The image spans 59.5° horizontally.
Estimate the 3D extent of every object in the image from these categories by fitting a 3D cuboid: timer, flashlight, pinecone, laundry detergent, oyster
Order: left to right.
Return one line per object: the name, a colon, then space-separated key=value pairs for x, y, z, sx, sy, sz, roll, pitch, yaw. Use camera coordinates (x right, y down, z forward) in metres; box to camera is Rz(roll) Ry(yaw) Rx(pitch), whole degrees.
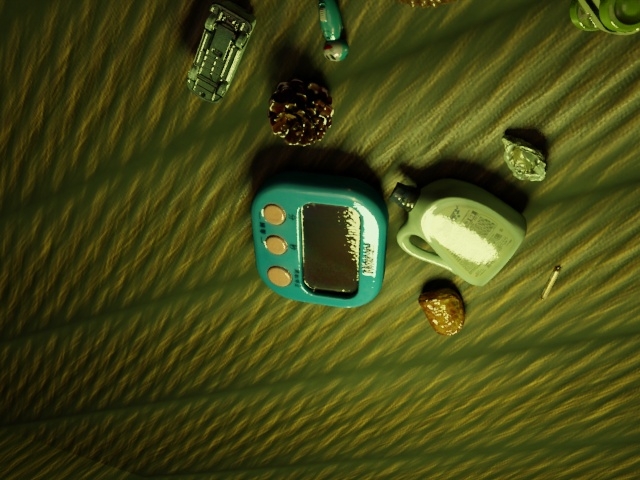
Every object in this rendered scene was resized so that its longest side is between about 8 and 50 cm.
pinecone: x=-0.041 y=-0.255 z=1.117 sx=0.140 sy=0.121 sz=0.140 roll=3 pitch=123 yaw=5
timer: x=0.000 y=0.000 z=1.293 sx=0.308 sy=0.115 sz=0.340 roll=8 pitch=127 yaw=12
flashlight: x=0.021 y=-0.400 z=1.042 sx=0.051 sy=0.051 sz=0.129 roll=-3 pitch=118 yaw=18
laundry detergent: x=0.269 y=-0.030 z=1.196 sx=0.280 sy=0.105 sz=0.215 roll=24 pitch=130 yaw=-4
oyster: x=0.405 y=-0.162 z=1.113 sx=0.098 sy=0.037 sz=0.100 roll=21 pitch=152 yaw=25

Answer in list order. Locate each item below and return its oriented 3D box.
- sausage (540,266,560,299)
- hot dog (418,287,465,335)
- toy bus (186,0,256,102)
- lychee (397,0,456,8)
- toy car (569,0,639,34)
sausage: x=0.522 y=0.099 z=1.273 sx=0.015 sy=0.015 sz=0.100 roll=13 pitch=128 yaw=7
hot dog: x=0.296 y=0.169 z=1.361 sx=0.099 sy=0.065 sz=0.147 roll=-18 pitch=125 yaw=27
toy bus: x=-0.193 y=-0.369 z=1.097 sx=0.087 sy=0.089 sz=0.194 roll=28 pitch=128 yaw=-6
lychee: x=0.164 y=-0.475 z=0.821 sx=0.267 sy=0.268 sz=0.268 roll=8 pitch=127 yaw=11
toy car: x=0.460 y=-0.446 z=0.835 sx=0.234 sy=0.145 sz=0.235 roll=0 pitch=111 yaw=0
